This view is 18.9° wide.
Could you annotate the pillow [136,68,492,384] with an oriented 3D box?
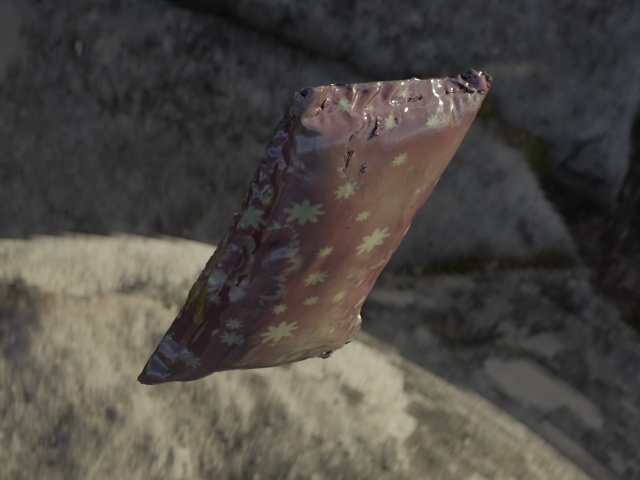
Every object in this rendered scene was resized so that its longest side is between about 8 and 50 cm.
[{"bbox_3d":[0.000,0.000,0.852,0.118,0.185,0.043,-6,50,-38],"label":"pillow"}]
